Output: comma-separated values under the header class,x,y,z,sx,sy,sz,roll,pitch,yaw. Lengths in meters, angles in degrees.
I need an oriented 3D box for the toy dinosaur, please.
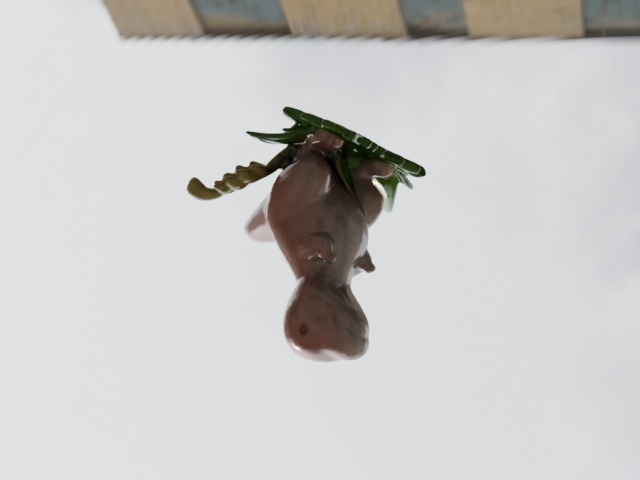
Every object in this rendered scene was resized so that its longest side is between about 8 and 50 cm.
class,x,y,z,sx,sy,sz,roll,pitch,yaw
toy dinosaur,0.003,0.002,1.470,0.194,0.152,0.177,24,-91,38
